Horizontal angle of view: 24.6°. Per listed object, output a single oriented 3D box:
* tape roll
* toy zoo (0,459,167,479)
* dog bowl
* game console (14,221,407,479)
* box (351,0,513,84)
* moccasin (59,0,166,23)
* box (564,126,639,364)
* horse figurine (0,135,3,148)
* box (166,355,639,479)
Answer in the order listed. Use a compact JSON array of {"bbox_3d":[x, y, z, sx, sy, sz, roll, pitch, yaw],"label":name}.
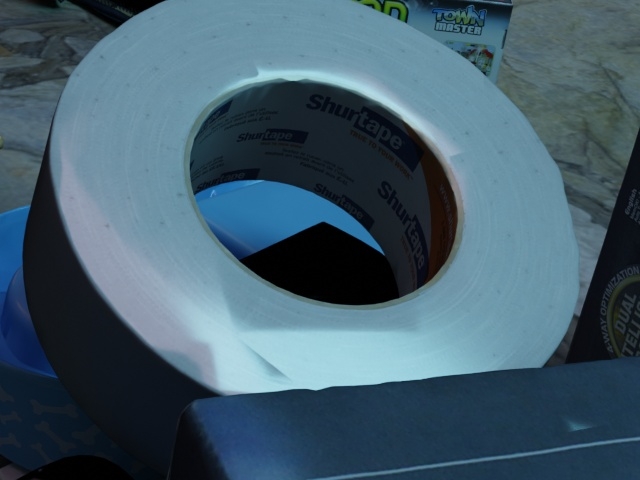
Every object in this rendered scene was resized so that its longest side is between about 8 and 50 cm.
[{"bbox_3d":[-0.008,-0.002,0.601,0.219,0.072,0.219,10,52,-13],"label":"tape roll"},{"bbox_3d":[-0.021,0.153,0.666,0.192,0.030,0.293,-11,37,-29],"label":"toy zoo"},{"bbox_3d":[-0.054,0.033,0.757,0.297,0.074,0.166,-20,40,-39],"label":"dog bowl"},{"bbox_3d":[-0.063,0.138,0.552,0.361,0.044,0.213,-26,68,-33],"label":"game console"},{"bbox_3d":[0.028,-0.139,1.072,0.207,0.114,0.036,6,31,-6],"label":"box"},{"bbox_3d":[-0.189,-0.255,1.184,0.342,0.137,0.117,25,39,25],"label":"moccasin"},{"bbox_3d":[0.291,-0.045,0.724,0.318,0.394,0.097,-16,41,-33],"label":"box"},{"bbox_3d":[-0.286,-0.042,0.880,0.263,0.066,0.174,23,28,17],"label":"horse figurine"},{"bbox_3d":[0.147,0.221,0.351,0.294,0.212,0.395,-4,34,-26],"label":"box"}]
